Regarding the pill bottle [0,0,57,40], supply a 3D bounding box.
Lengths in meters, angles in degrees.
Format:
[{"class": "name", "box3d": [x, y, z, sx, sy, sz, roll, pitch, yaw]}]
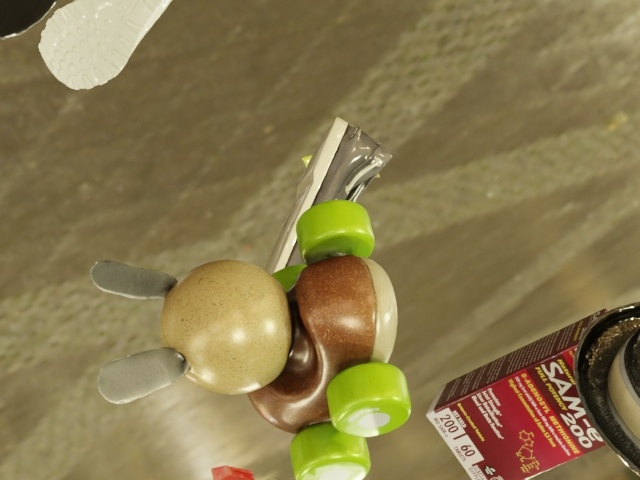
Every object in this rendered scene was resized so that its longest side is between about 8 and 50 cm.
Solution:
[{"class": "pill bottle", "box3d": [-0.289, -0.244, 1.281, 0.123, 0.219, 0.122, -12, 117, -24]}]

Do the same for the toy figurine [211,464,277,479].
[{"class": "toy figurine", "box3d": [-0.148, 0.380, 1.546, 0.191, 0.362, 0.217, -31, 143, 30]}]

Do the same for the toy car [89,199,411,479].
[{"class": "toy car", "box3d": [-0.056, 0.066, 1.042, 0.188, 0.155, 0.149, 3, 143, -21]}]

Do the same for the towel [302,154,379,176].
[{"class": "towel", "box3d": [0.024, -0.086, 1.866, 0.083, 0.009, 0.060, -3, 153, 9]}]

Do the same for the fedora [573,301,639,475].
[{"class": "fedora", "box3d": [0.402, 0.115, 1.434, 0.334, 0.334, 0.152, -21, 139, -39]}]

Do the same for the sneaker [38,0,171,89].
[{"class": "sneaker", "box3d": [-0.197, -0.239, 1.637, 0.235, 0.090, 0.095, -37, -169, 37]}]

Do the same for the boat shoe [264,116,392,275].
[{"class": "boat shoe", "box3d": [0.000, 0.000, 1.337, 0.075, 0.065, 0.206, 146, -33, -74]}]

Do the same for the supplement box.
[{"class": "supplement box", "box3d": [0.258, 0.190, 1.862, 0.239, 0.130, 0.073, -30, -168, 29]}]
